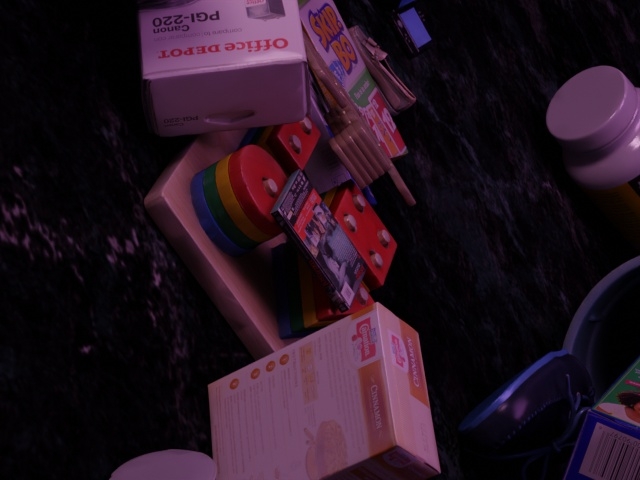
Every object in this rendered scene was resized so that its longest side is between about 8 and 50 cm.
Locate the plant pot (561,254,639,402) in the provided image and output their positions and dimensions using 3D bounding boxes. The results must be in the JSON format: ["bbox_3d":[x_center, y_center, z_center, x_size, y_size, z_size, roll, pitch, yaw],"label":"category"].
[{"bbox_3d":[0.521,0.169,2.317,0.341,0.341,0.334,65,18,6],"label":"plant pot"}]

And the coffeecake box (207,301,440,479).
[{"bbox_3d":[-0.001,0.158,1.454,0.068,0.185,0.142,37,35,-42],"label":"coffeecake box"}]

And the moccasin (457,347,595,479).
[{"bbox_3d":[0.268,0.199,1.980,0.117,0.137,0.342,54,25,10],"label":"moccasin"}]

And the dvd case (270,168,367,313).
[{"bbox_3d":[0.000,0.000,1.606,0.119,0.013,0.087,53,27,-16],"label":"dvd case"}]

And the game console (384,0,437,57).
[{"bbox_3d":[0.140,-0.318,2.338,0.107,0.071,0.122,60,25,-4],"label":"game console"}]

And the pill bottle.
[{"bbox_3d":[0.499,-0.118,2.689,0.334,0.188,0.188,42,32,-36],"label":"pill bottle"}]

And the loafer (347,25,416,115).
[{"bbox_3d":[0.077,-0.218,2.153,0.125,0.039,0.045,60,26,-7],"label":"loafer"}]

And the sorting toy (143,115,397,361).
[{"bbox_3d":[-0.030,-0.008,1.679,0.257,0.089,0.255,55,26,-16],"label":"sorting toy"}]

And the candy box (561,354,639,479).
[{"bbox_3d":[0.343,0.280,1.900,0.122,0.268,0.317,22,19,16],"label":"candy box"}]

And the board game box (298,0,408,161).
[{"bbox_3d":[0.016,-0.207,2.037,0.259,0.039,0.124,61,24,3],"label":"board game box"}]

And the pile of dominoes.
[{"bbox_3d":[0.013,-0.140,1.831,0.196,0.040,0.251,53,5,-26],"label":"pile of dominoes"}]

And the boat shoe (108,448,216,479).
[{"bbox_3d":[-0.133,0.227,1.282,0.219,0.077,0.070,-56,150,-66],"label":"boat shoe"}]

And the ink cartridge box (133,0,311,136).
[{"bbox_3d":[-0.100,-0.216,1.655,0.092,0.158,0.218,87,-5,-57],"label":"ink cartridge box"}]

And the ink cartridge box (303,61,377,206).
[{"bbox_3d":[-0.009,-0.122,1.861,0.207,0.046,0.097,64,10,3],"label":"ink cartridge box"}]
